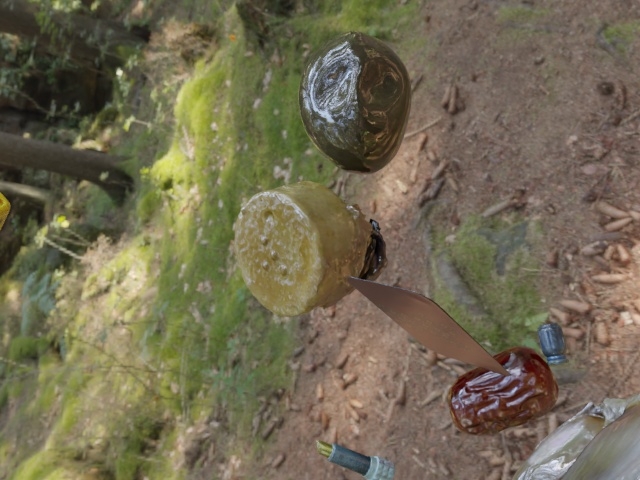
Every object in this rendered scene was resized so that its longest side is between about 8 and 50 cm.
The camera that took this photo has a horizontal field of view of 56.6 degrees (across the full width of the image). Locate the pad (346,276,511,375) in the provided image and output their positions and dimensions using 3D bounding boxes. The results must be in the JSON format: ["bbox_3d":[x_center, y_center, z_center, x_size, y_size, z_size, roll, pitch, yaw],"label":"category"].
[{"bbox_3d":[0.165,0.133,0.911,0.181,0.267,0.004,9,63,52],"label":"pad"}]

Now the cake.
[{"bbox_3d":[-0.005,0.004,1.501,0.332,0.321,0.332,14,110,41],"label":"cake"}]

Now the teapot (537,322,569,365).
[{"bbox_3d":[0.473,0.212,1.213,0.049,0.063,0.083,-12,77,13],"label":"teapot"}]

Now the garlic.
[{"bbox_3d":[0.316,0.274,0.654,0.292,0.210,0.237,-42,27,-28],"label":"garlic"}]

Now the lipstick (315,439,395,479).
[{"bbox_3d":[0.043,0.299,0.806,0.037,0.116,0.037,-59,14,25],"label":"lipstick"}]

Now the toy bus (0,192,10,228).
[{"bbox_3d":[-0.488,0.047,0.674,0.330,0.144,0.152,-47,-1,30],"label":"toy bus"}]

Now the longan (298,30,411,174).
[{"bbox_3d":[0.081,-0.324,1.416,0.288,0.288,0.350,-29,59,51],"label":"longan"}]

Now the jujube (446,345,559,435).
[{"bbox_3d":[0.374,0.314,1.234,0.230,0.155,0.155,-22,51,4],"label":"jujube"}]
